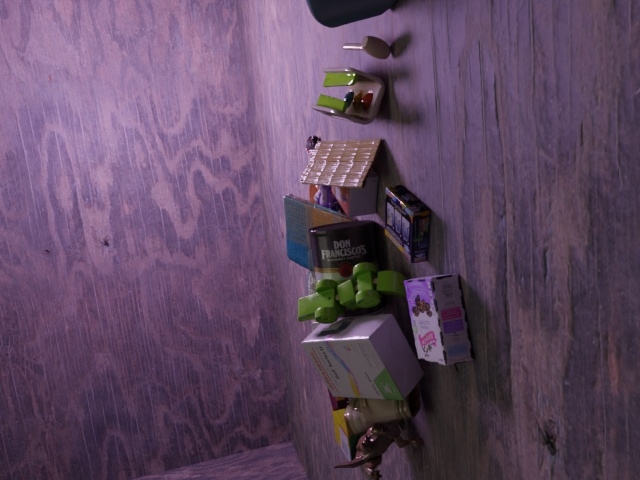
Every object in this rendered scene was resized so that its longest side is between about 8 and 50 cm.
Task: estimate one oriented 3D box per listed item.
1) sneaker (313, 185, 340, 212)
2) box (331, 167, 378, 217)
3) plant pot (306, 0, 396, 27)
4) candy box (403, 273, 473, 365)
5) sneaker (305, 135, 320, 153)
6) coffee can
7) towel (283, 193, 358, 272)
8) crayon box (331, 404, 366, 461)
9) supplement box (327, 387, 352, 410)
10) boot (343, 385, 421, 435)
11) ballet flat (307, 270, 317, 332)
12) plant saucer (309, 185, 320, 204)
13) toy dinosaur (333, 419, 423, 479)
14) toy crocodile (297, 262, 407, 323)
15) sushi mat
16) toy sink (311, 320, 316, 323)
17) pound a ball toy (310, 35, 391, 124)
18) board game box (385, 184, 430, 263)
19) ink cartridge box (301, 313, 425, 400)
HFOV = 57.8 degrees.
[{"bbox_3d":[0.039,-0.163,2.016,0.236,0.095,0.104,99,152,-64],"label":"sneaker"},{"bbox_3d":[0.100,-0.170,1.747,0.170,0.091,0.130,-118,23,-53],"label":"box"},{"bbox_3d":[0.058,-0.642,1.337,0.252,0.248,0.247,72,-177,-71],"label":"plant pot"},{"bbox_3d":[0.269,0.180,1.341,0.165,0.070,0.196,154,106,-75],"label":"candy box"},{"bbox_3d":[-0.027,-0.364,2.200,0.158,0.061,0.064,-135,44,-66],"label":"sneaker"},{"bbox_3d":[0.081,0.088,1.764,0.201,0.202,0.275,-163,64,-75],"label":"coffee can"},{"bbox_3d":[0.000,0.000,2.071,0.370,0.040,0.271,23,123,44],"label":"towel"},{"bbox_3d":[0.108,0.678,2.281,0.202,0.081,0.318,-146,48,-71],"label":"crayon box"},{"bbox_3d":[0.124,0.474,1.863,0.081,0.188,0.104,117,141,-66],"label":"supplement box"},{"bbox_3d":[0.188,0.446,1.659,0.095,0.204,0.262,66,-160,-6],"label":"boot"},{"bbox_3d":[0.039,0.272,2.266,0.147,0.147,0.408,-119,21,-54],"label":"ballet flat"},{"bbox_3d":[-0.007,-0.163,2.291,0.200,0.037,0.199,171,90,-77],"label":"plant saucer"},{"bbox_3d":[0.166,0.588,1.718,0.127,0.296,0.200,52,169,-6],"label":"toy dinosaur"},{"bbox_3d":[0.079,0.157,1.616,0.105,0.341,0.115,39,-143,-44],"label":"toy crocodile"},{"bbox_3d":[0.055,-0.226,1.695,0.317,0.019,0.151,12,74,54],"label":"sushi mat"},{"bbox_3d":[0.065,0.284,2.053,0.234,0.153,0.131,141,120,-75],"label":"toy sink"},{"bbox_3d":[0.099,-0.428,1.579,0.319,0.136,0.208,-137,65,-68],"label":"pound a ball toy"},{"bbox_3d":[0.216,-0.044,1.460,0.170,0.048,0.141,-123,26,-58],"label":"board game box"},{"bbox_3d":[0.089,0.331,1.631,0.354,0.119,0.207,-16,108,49],"label":"ink cartridge box"}]
